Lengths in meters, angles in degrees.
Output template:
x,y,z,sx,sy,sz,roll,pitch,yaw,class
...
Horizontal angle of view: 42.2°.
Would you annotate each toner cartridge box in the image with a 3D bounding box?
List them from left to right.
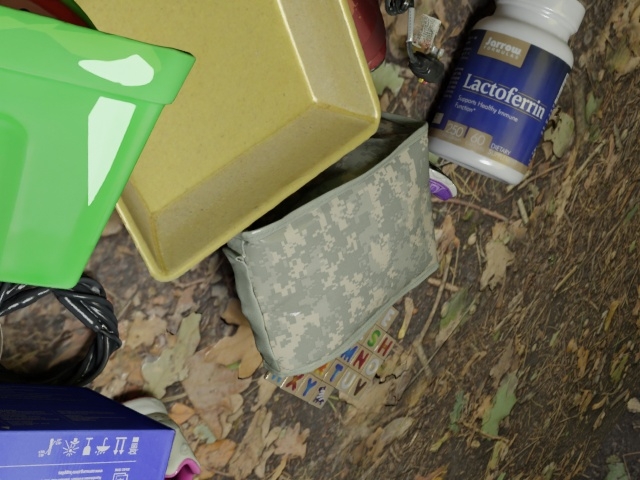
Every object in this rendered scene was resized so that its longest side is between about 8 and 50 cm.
x,y,z,sx,sy,sz,roll,pitch,yaw,class
-0.314,0.175,0.715,0.348,0.165,0.075,15,86,-48,toner cartridge box

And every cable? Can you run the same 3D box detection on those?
x,y,z,sx,sy,sz,roll,pitch,yaw,class
-0.290,0.097,0.872,0.185,0.047,0.150,12,97,-46,cable

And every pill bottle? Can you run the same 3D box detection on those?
x,y,z,sx,sy,sz,roll,pitch,yaw,class
0.266,-0.226,1.183,0.153,0.153,0.264,15,99,-49,pill bottle

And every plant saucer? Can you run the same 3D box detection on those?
x,y,z,sx,sy,sz,roll,pitch,yaw,class
-0.116,-0.182,0.833,0.333,0.081,0.332,-38,124,-25,plant saucer

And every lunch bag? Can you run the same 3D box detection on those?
x,y,z,sx,sy,sz,roll,pitch,yaw,class
0.000,0.000,1.020,0.287,0.169,0.235,-39,135,-31,lunch bag

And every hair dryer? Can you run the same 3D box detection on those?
x,y,z,sx,sy,sz,roll,pitch,yaw,class
0.060,-0.312,1.001,0.294,0.080,0.223,-3,98,-52,hair dryer

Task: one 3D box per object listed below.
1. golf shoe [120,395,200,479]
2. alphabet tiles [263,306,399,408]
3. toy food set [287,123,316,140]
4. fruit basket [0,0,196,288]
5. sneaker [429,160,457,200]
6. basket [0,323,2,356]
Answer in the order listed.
x,y,z,sx,sy,sz,roll,pitch,yaw,class
-0.233,0.346,0.995,0.115,0.140,0.306,0,112,-48,golf shoe
0.033,0.164,1.271,0.198,0.009,0.237,-57,139,-6,alphabet tiles
-0.039,-0.129,0.975,0.122,0.078,0.019,-30,127,-33,toy food set
-0.278,-0.183,0.518,0.392,0.283,0.391,-7,106,-24,fruit basket
0.129,-0.089,1.201,0.170,0.068,0.071,19,113,-41,sneaker
-0.349,0.042,0.629,0.204,0.227,0.154,-6,115,-46,basket
